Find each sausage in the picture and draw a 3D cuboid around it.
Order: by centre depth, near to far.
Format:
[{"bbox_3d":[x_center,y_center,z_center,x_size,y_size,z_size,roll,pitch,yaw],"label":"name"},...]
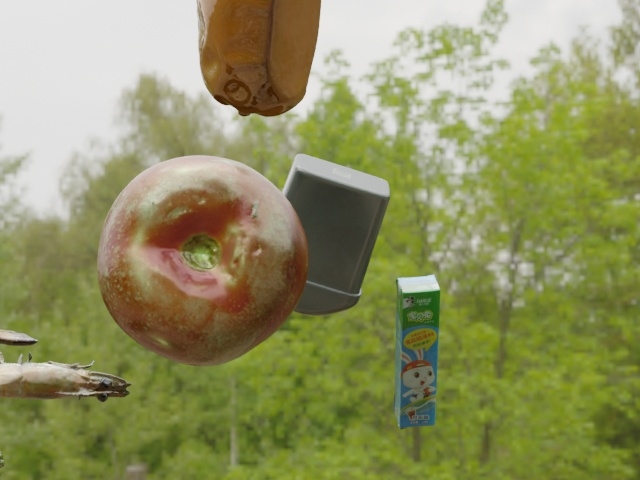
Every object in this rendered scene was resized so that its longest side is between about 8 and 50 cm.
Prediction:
[{"bbox_3d":[-0.068,-0.251,1.339,0.136,0.241,0.120,18,23,38],"label":"sausage"}]

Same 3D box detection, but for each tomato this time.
[{"bbox_3d":[-0.151,0.028,1.578,0.270,0.270,0.222,1,-7,-7],"label":"tomato"}]

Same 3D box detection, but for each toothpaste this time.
[{"bbox_3d":[0.154,0.183,1.972,0.065,0.267,0.050,-3,29,-5],"label":"toothpaste"}]

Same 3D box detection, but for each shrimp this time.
[{"bbox_3d":[-0.455,0.199,1.965,0.295,0.169,0.058,8,-58,-14],"label":"shrimp"}]

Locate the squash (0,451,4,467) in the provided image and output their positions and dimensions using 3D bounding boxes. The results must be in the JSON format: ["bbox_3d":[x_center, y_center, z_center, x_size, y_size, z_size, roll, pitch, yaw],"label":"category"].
[{"bbox_3d":[-0.477,0.330,1.526,0.137,0.287,0.137,5,-56,8],"label":"squash"}]

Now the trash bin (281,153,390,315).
[{"bbox_3d":[0.000,0.000,1.918,0.176,0.236,0.101,18,21,-5],"label":"trash bin"}]
